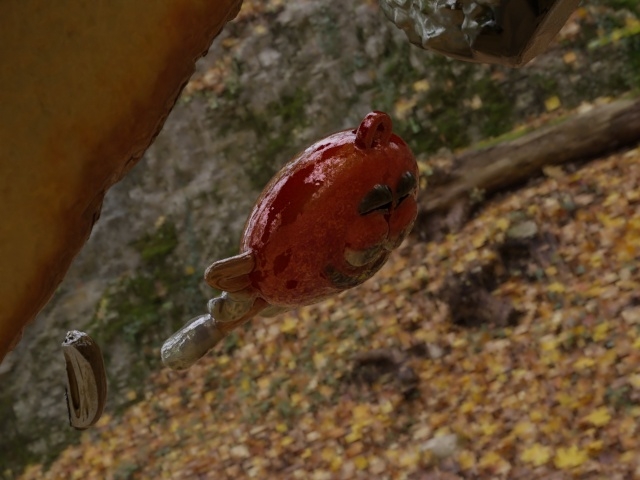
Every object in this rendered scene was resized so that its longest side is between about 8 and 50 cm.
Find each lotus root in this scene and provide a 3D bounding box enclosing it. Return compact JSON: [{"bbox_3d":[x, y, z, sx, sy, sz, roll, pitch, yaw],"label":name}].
[{"bbox_3d":[-0.188,0.113,0.827,0.030,0.083,0.037,1,19,4],"label":"lotus root"}]

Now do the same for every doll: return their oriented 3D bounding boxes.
[{"bbox_3d":[0.000,0.000,0.667,0.183,0.085,0.217,-23,-21,-52],"label":"doll"}]

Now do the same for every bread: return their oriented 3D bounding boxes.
[{"bbox_3d":[-0.158,-0.051,0.400,0.185,0.114,0.274,15,66,46],"label":"bread"}]

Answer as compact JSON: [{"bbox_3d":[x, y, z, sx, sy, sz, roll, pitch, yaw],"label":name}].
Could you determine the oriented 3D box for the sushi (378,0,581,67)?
[{"bbox_3d":[0.186,-0.345,0.879,0.285,0.328,0.328,-23,-21,-23],"label":"sushi"}]
